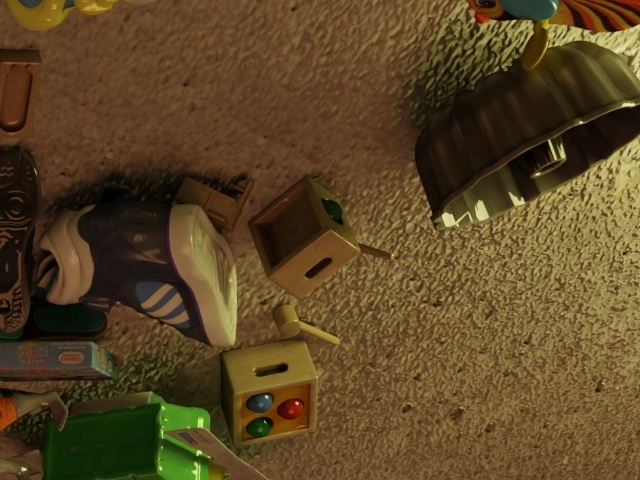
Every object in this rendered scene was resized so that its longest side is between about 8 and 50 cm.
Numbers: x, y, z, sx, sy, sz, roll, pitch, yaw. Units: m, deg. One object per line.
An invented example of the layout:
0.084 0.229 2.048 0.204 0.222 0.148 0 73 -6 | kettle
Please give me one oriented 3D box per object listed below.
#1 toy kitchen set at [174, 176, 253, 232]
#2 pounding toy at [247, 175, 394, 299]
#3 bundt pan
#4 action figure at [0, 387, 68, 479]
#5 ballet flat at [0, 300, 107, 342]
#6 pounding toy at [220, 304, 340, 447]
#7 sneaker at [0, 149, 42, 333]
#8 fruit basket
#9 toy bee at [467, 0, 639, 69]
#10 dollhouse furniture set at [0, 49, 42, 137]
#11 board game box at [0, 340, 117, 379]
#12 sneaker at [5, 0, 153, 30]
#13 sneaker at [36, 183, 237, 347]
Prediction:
-0.137 -0.061 2.147 0.068 0.075 0.083 -64 171 -8 | toy kitchen set
0.000 0.000 2.182 0.141 0.130 0.100 -38 135 17 | pounding toy
0.261 -0.143 2.085 0.330 0.124 0.331 -26 167 -6 | bundt pan
-0.534 0.252 2.205 0.330 0.179 0.341 19 145 -13 | action figure
-0.400 0.117 2.183 0.232 0.080 0.073 9 144 -27 | ballet flat
-0.048 0.195 2.384 0.181 0.094 0.206 -10 136 -12 | pounding toy
-0.398 -0.009 2.060 0.087 0.130 0.228 0 105 -15 | sneaker
-0.244 0.341 2.400 0.327 0.166 0.353 -10 158 19 | fruit basket
0.247 -0.314 1.974 0.195 0.298 0.162 -52 171 -16 | toy bee
-0.400 -0.129 1.899 0.151 0.123 0.144 -1 133 -21 | dollhouse furniture set
-0.361 0.160 2.156 0.160 0.039 0.211 -1 170 2 | board game box
-0.245 -0.317 1.799 0.240 0.091 0.126 -23 136 2 | sneaker
-0.247 0.048 2.162 0.236 0.130 0.323 -3 153 9 | sneaker
